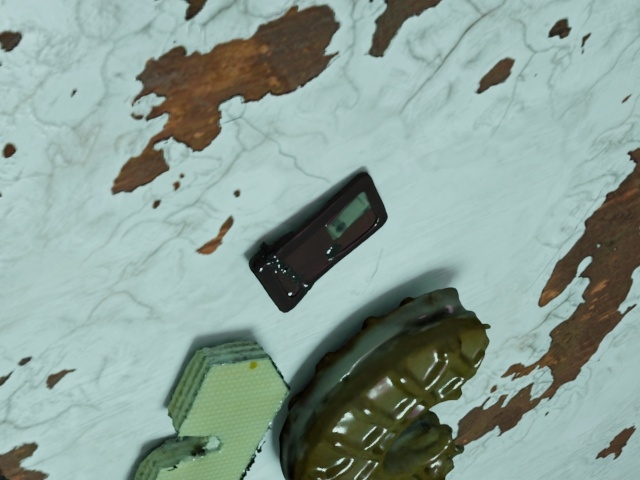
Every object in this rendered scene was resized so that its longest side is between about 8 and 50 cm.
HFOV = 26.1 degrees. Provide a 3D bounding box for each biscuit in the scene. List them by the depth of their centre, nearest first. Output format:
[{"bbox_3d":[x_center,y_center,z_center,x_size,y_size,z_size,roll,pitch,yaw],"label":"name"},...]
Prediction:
[{"bbox_3d":[-0.119,0.207,1.544,0.147,0.046,0.250,-6,135,-40],"label":"biscuit"},{"bbox_3d":[0.072,0.229,1.707,0.268,0.115,0.366,-25,143,-23],"label":"biscuit"}]

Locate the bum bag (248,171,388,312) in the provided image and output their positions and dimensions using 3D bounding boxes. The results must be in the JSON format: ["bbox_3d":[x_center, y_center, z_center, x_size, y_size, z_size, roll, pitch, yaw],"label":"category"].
[{"bbox_3d":[0.000,0.000,1.442,0.159,0.026,0.109,-41,149,-9],"label":"bum bag"}]

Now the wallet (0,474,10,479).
[{"bbox_3d":[-0.371,0.324,1.452,0.103,0.020,0.196,-23,144,-27],"label":"wallet"}]
